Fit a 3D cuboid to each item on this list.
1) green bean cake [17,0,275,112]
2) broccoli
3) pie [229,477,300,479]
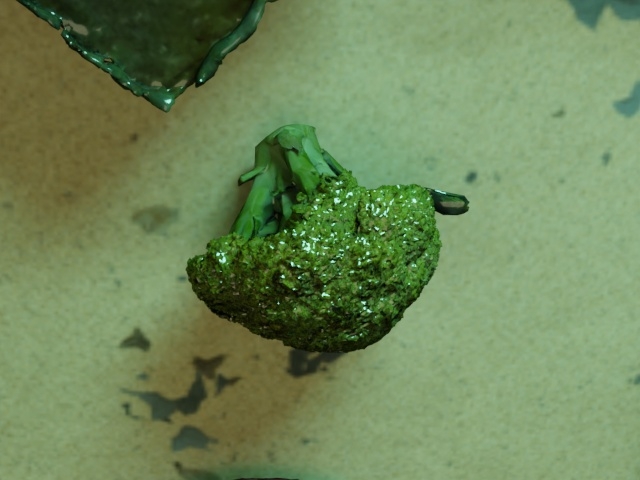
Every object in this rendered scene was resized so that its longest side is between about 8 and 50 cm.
[{"bbox_3d":[-0.072,-0.178,0.539,0.173,0.094,0.181,38,108,-20],"label":"green bean cake"},{"bbox_3d":[0.000,0.000,0.628,0.131,0.130,0.120,-34,72,40],"label":"broccoli"},{"bbox_3d":[-0.033,0.244,0.771,0.218,0.054,0.204,20,113,-15],"label":"pie"}]
